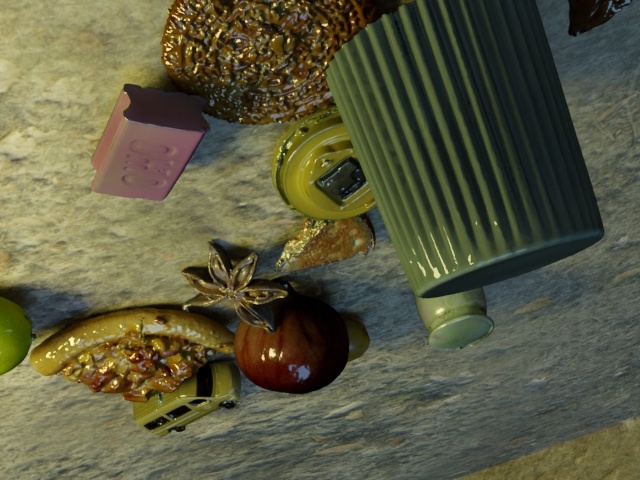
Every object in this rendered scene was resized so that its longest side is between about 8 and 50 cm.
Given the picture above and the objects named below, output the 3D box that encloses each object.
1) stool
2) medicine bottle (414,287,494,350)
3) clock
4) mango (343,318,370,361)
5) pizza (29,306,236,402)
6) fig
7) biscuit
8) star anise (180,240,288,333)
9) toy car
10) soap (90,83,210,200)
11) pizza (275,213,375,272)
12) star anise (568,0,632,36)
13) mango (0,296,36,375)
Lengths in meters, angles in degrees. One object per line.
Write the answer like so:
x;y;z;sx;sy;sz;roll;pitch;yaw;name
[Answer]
0.195;-0.116;1.048;0.297;0.329;0.297;-17;168;-4;stool
0.280;0.145;1.685;0.147;0.143;0.147;-9;146;-6;medicine bottle
0.039;-0.111;1.278;0.237;0.057;0.237;-10;135;-10;clock
0.011;0.229;1.763;0.195;0.091;0.130;-15;149;17;mango
-0.375;0.235;1.622;0.409;0.114;0.277;2;138;-18;pizza
-0.053;0.202;1.592;0.235;0.235;0.214;24;88;-42;fig
-0.064;-0.262;1.078;0.306;0.038;0.305;-9;145;-7;biscuit
-0.157;0.077;1.473;0.208;0.063;0.171;13;122;10;star anise
-0.304;0.352;1.809;0.257;0.101;0.124;-30;139;24;toy car
-0.248;-0.135;1.141;0.122;0.065;0.203;6;151;-26;soap
0.000;0.000;1.454;0.195;0.052;0.185;-28;140;8;pizza
0.356;-0.395;0.942;0.238;0.148;0.346;-10;158;-12;star anise
-0.655;0.173;1.405;0.293;0.142;0.175;-1;143;-3;mango
